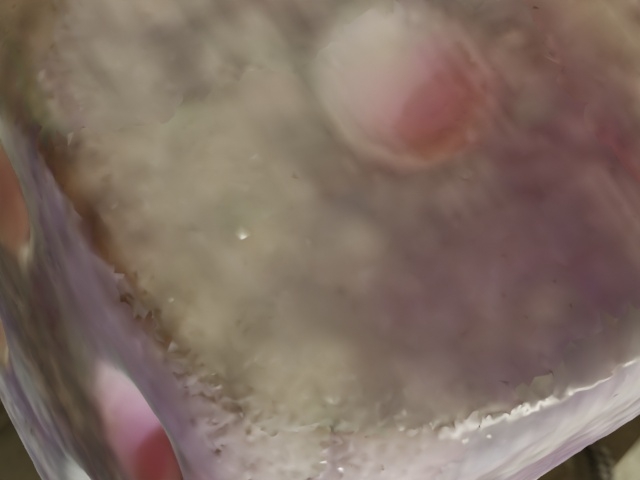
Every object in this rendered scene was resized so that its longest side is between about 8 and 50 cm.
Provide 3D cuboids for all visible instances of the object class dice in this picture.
[{"bbox_3d":[0.000,0.000,0.679,0.270,0.270,0.271,59,155,15],"label":"dice"}]
